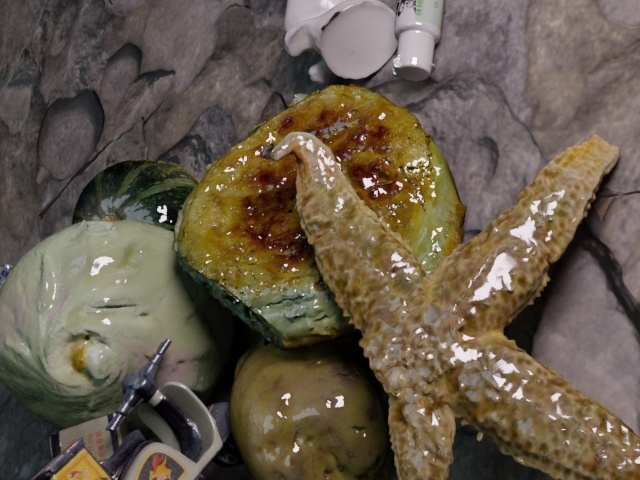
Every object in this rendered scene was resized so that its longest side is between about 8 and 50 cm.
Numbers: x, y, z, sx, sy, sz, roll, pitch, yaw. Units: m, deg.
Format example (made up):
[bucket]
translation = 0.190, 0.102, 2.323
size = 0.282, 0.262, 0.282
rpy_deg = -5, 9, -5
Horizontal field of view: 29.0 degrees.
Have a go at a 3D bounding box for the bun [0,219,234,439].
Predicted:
[bun]
translation = -0.232, 0.120, 1.392
size = 0.283, 0.283, 0.179
rpy_deg = -53, 22, 16

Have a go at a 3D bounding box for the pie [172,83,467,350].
[pie]
translation = -0.006, -0.035, 1.310
size = 0.288, 0.103, 0.354
rpy_deg = -42, 47, -12

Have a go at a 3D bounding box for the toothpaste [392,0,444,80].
[toothpaste]
translation = 0.121, -0.326, 1.390
size = 0.058, 0.056, 0.314
rpy_deg = 5, 70, 5

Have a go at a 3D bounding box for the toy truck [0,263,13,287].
[toy truck]
translation = -0.348, 0.130, 1.626
size = 0.268, 0.124, 0.155
rpy_deg = 15, 81, 48

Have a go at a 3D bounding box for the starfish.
[starfish]
translation = 0.144, 0.042, 1.122
size = 0.323, 0.082, 0.432
rpy_deg = -20, 63, 10

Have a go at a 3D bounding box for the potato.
[potato]
translation = -0.017, 0.181, 1.271
size = 0.154, 0.137, 0.200
rpy_deg = -31, 46, -7

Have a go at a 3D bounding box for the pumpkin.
[pumpkin]
translation = -0.217, -0.011, 1.529
size = 0.190, 0.146, 0.190
rpy_deg = 1, 94, 17

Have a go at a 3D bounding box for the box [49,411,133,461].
[box]
translation = -0.196, 0.364, 1.324
size = 0.084, 0.198, 0.310
rpy_deg = -20, 55, 3

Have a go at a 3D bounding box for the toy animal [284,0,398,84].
[toy animal]
translation = -0.008, -0.280, 1.456
size = 0.131, 0.103, 0.221
rpy_deg = -51, 46, 20

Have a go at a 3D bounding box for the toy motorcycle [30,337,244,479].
[toy motorcycle]
translation = -0.169, 0.219, 1.252
size = 0.157, 0.263, 0.091
rpy_deg = 49, 125, -4
